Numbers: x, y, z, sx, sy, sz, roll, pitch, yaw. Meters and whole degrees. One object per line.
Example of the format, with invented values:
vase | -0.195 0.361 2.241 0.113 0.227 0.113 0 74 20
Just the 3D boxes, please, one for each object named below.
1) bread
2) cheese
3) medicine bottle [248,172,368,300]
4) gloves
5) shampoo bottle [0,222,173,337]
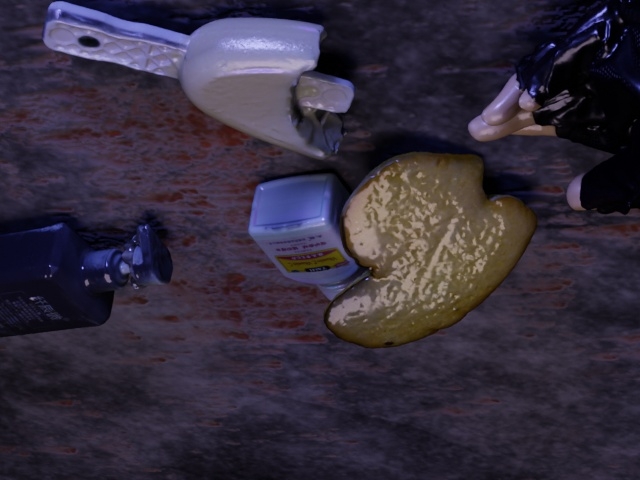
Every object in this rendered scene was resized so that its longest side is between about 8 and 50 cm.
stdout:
bread | 0.067 0.001 1.572 0.149 0.065 0.188 34 114 -27
cheese | -0.084 -0.126 1.440 0.235 0.049 0.127 14 150 -5
medicine bottle | 0.000 0.000 1.615 0.074 0.055 0.118 -8 145 24
gloves | 0.192 -0.092 1.372 0.203 0.124 0.164 16 127 54
shampoo bottle | -0.270 0.039 1.730 0.310 0.071 0.098 -7 144 24
